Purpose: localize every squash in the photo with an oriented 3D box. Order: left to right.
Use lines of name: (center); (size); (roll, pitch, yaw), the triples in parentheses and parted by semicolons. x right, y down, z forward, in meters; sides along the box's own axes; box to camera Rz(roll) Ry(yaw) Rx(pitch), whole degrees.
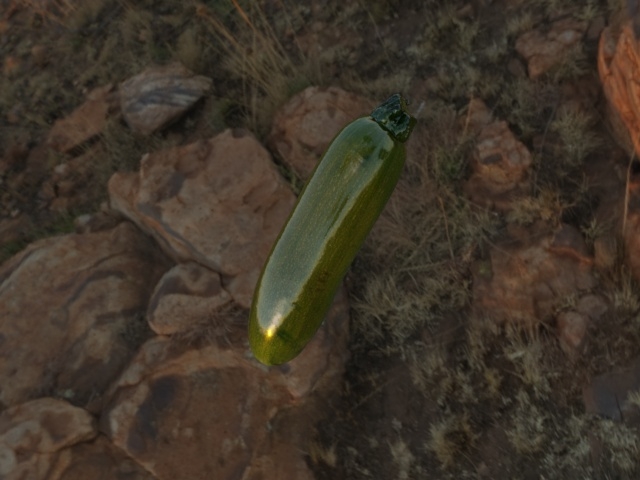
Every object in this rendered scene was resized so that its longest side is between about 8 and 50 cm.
squash: (0.000, 0.000, 0.517); (0.069, 0.069, 0.258); (43, 116, 39)
